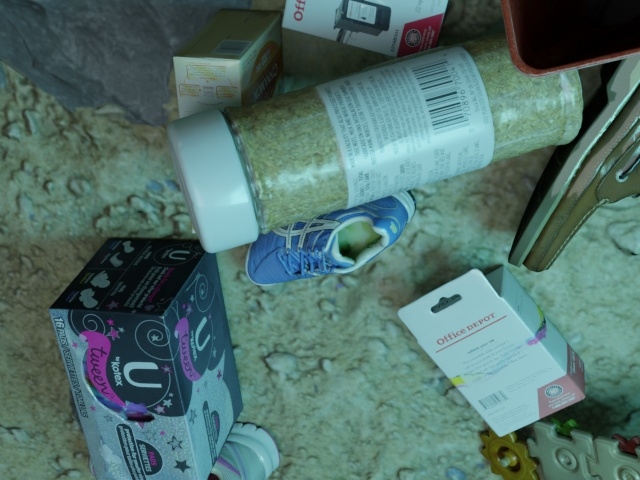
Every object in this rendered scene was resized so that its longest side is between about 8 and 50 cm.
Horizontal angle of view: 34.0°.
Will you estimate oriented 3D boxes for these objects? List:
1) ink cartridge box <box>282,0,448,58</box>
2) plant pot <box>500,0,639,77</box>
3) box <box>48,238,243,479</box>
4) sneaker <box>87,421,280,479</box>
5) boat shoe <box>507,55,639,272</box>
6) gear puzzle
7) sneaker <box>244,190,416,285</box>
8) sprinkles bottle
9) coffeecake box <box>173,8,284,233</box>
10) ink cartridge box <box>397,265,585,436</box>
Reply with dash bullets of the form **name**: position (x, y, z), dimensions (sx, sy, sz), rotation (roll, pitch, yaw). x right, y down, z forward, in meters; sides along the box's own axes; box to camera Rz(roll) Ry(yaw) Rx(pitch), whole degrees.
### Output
- **ink cartridge box**: position (0.047, -0.240, 0.982), dimensions (0.151, 0.063, 0.109), rotation (15, 123, 5)
- **plant pot**: position (0.264, -0.272, 0.776), dimensions (0.267, 0.236, 0.267), rotation (-10, 93, 17)
- **box**: position (-0.190, 0.143, 1.206), dimensions (0.142, 0.163, 0.247), rotation (1, 120, 16)
- **sneaker**: position (-0.185, 0.290, 1.322), dimensions (0.252, 0.111, 0.102), rotation (-4, 118, 17)
- **boat shoe**: position (0.283, -0.080, 0.986), dimensions (0.104, 0.110, 0.307), rotation (26, 123, 0)
- **gear puzzle**: position (0.314, 0.274, 1.145), dimensions (0.339, 0.044, 0.175), rotation (8, 120, 48)
- **sneaker**: position (0.000, 0.000, 1.123), dimensions (0.211, 0.081, 0.080), rotation (-26, 112, 28)
- **sprinkles bottle**: position (0.049, -0.095, 0.931), dimensions (0.356, 0.121, 0.121), rotation (-17, 117, -8)
- **coffeecake box**: position (-0.084, -0.118, 1.040), dimensions (0.068, 0.142, 0.185), rotation (5, 121, 12)
- **ink cartridge box**: position (0.187, 0.109, 1.147), dimensions (0.115, 0.067, 0.198), rotation (-31, 109, 27)
